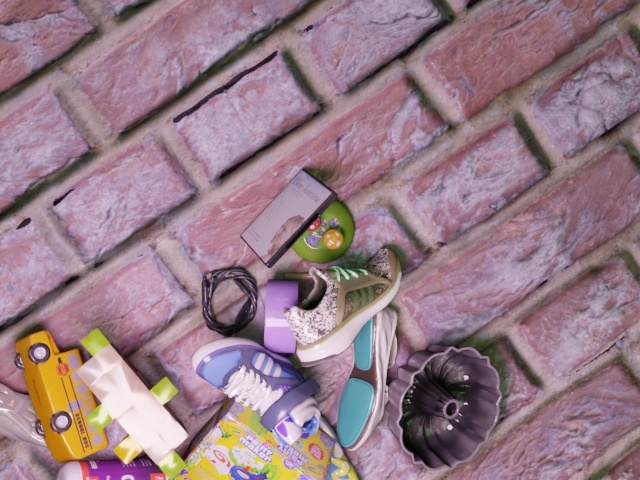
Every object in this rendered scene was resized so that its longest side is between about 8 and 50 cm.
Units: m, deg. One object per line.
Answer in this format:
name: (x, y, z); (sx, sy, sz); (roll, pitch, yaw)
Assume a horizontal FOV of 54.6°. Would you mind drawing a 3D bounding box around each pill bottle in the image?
pill bottle: (-0.486, 0.640, 1.551); (0.323, 0.182, 0.181); (9, 91, -32)

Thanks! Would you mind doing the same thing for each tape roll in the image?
tape roll: (-0.101, 0.194, 1.594); (0.080, 0.189, 0.188); (3, 92, -4)

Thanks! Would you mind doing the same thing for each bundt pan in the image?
bundt pan: (0.307, 0.419, 1.619); (0.331, 0.124, 0.330); (-4, 98, -25)

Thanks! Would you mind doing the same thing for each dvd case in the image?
dvd case: (-0.086, -0.062, 1.603); (0.253, 0.180, 0.022); (-47, 128, -1)

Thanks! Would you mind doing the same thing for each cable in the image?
cable: (-0.242, 0.168, 1.663); (0.151, 0.047, 0.184); (-3, 89, -8)

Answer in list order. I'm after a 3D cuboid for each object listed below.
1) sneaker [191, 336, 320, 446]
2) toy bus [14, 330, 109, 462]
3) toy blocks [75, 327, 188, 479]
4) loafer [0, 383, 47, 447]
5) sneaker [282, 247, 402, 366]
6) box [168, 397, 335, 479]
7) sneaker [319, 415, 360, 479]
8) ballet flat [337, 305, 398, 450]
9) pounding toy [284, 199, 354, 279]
sneaker: (-0.129, 0.361, 1.439); (0.323, 0.236, 0.130); (27, 108, -44)
toy bus: (-0.662, 0.392, 1.581); (0.108, 0.130, 0.332); (-24, 84, 40)
toy blocks: (-0.469, 0.398, 1.555); (0.191, 0.261, 0.381); (-41, 94, -18)
loafer: (-0.790, 0.461, 1.621); (0.320, 0.112, 0.111); (33, 129, -10)
sneaker: (0.057, 0.118, 1.534); (0.410, 0.158, 0.182); (-46, 111, -38)
box: (-0.168, 0.555, 1.564); (0.290, 0.177, 0.279); (39, 113, -4)
sneaker: (0.010, 0.596, 1.661); (0.126, 0.091, 0.240); (-28, 94, -1)
ballet flat: (0.142, 0.359, 1.649); (0.139, 0.139, 0.399); (8, 90, -3)
pounding toy: (0.000, 0.000, 1.633); (0.183, 0.110, 0.236); (6, 91, -3)
